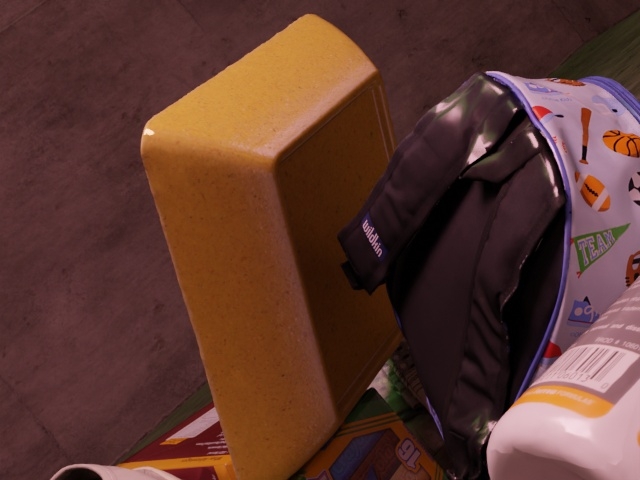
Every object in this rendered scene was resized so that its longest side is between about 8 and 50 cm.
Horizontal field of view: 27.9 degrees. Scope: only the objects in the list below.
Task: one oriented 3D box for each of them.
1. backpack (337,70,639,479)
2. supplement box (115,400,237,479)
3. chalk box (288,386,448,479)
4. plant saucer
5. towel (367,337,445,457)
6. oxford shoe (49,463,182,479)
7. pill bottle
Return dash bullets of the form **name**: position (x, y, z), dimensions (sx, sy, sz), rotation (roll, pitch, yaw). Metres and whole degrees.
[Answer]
- **backpack**: position (0.162, 0.015, 0.933), dimensions (0.213, 0.276, 0.263), rotation (-9, -45, -20)
- **supplement box**: position (-0.075, 0.248, 1.335), dimensions (0.191, 0.129, 0.194), rotation (-13, 12, 43)
- **chalk box**: position (-0.002, 0.254, 1.112), dimensions (0.132, 0.132, 0.213), rotation (-35, 6, 43)
- **plant saucer**: position (0.000, 0.000, 1.107), dimensions (0.081, 0.333, 0.333), rotation (-4, 23, 27)
- **towel**: position (0.139, 0.033, 1.312), dimensions (0.324, 0.056, 0.312), rotation (-48, 32, 6)
- **oxford shoe**: position (-0.098, 0.269, 0.982), dimensions (0.449, 0.130, 0.169), rotation (10, 83, 54)
- **pill bottle**: position (0.239, 0.079, 0.743), dimensions (0.278, 0.162, 0.162), rotation (-40, 4, -24)
